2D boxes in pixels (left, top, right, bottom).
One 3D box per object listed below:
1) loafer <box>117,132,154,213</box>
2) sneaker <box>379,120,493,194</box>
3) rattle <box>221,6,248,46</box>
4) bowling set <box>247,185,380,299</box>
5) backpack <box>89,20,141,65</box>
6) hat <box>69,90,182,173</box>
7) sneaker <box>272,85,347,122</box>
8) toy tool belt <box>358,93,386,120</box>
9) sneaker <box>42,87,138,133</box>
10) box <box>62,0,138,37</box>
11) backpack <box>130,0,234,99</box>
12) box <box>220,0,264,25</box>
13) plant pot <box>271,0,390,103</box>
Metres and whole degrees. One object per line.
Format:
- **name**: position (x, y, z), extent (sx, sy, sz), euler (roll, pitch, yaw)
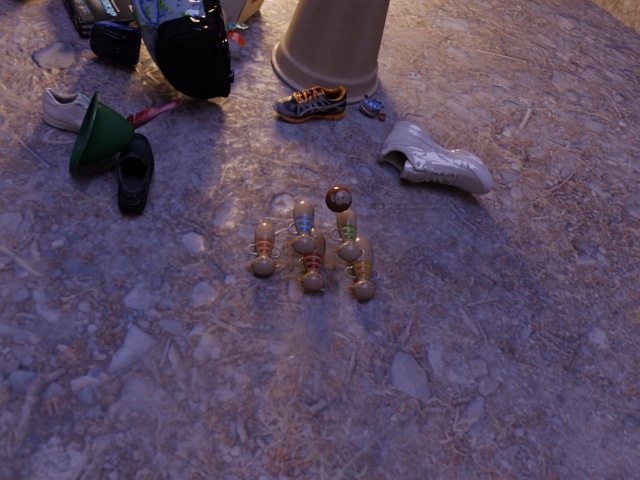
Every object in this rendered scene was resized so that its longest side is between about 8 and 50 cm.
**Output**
- **loafer**: position (-0.395, -0.157, 1.248), extent (0.076, 0.078, 0.223), euler (4, 50, -16)
- **sneaker**: position (0.291, -0.183, 1.503), extent (0.305, 0.114, 0.152), euler (30, 62, 13)
- **rattle**: position (-0.310, -0.606, 1.593), extent (0.199, 0.143, 0.130), euler (38, 85, 25)
- **bowling set**: position (0.000, 0.000, 1.176), extent (0.286, 0.200, 0.154), euler (6, 50, -9)
- **backpack**: position (-0.525, -0.507, 1.495), extent (0.120, 0.098, 0.101), euler (8, 20, -12)
- **hat**: position (-0.413, -0.212, 1.247), extent (0.183, 0.209, 0.173), euler (18, 25, -30)
- **sneaker**: position (-0.026, -0.373, 1.556), extent (0.214, 0.083, 0.084), euler (-11, 57, -25)
- **toy tool belt**: position (0.152, -0.376, 1.639), extent (0.083, 0.051, 0.052), euler (30, 48, 7)
- **sneaker**: position (-0.517, -0.285, 1.306), extent (0.212, 0.094, 0.080), euler (12, 47, -9)
- **box**: position (-0.608, -0.649, 1.615), extent (0.175, 0.051, 0.220), euler (-15, 56, -29)
- **backpack**: position (-0.350, -0.564, 1.434), extent (0.273, 0.290, 0.356), euler (-2, 75, 2)
- **box**: position (-0.255, -0.754, 1.736), extent (0.148, 0.127, 0.232), euler (33, 39, -7)
- **plant pot**: position (0.054, -0.609, 1.633), extent (0.333, 0.305, 0.334), euler (10, 48, -11)
